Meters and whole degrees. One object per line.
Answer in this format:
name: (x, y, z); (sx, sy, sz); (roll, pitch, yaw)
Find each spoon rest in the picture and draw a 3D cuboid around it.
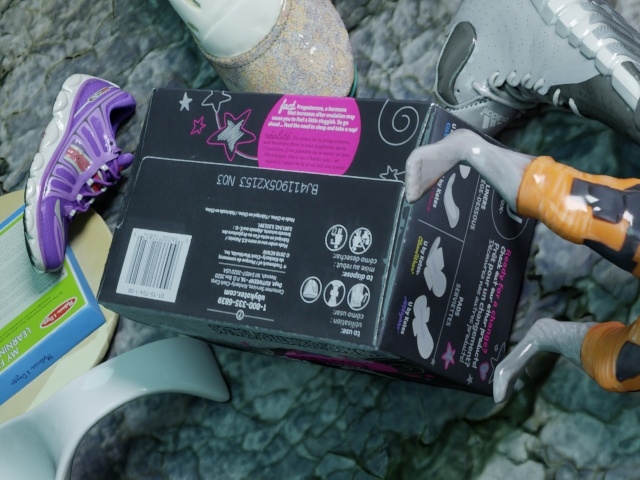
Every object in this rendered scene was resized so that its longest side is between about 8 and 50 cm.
spoon rest: (-0.193, 0.165, 1.346); (0.276, 0.084, 0.137); (-42, 52, 18)

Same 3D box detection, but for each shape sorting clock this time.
shape sorting clock: (-0.242, 0.056, 1.452); (0.206, 0.040, 0.206); (-15, 59, 26)

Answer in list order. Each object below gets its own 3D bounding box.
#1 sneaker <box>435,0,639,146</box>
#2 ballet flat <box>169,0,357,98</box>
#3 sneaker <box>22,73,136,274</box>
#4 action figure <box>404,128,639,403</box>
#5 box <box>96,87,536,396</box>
sneaker: (0.147, -0.093, 1.186); (0.132, 0.086, 0.228); (-50, 40, 19)
ballet flat: (-0.083, -0.204, 1.383); (0.107, 0.106, 0.316); (-46, 52, 15)
sneaker: (-0.184, -0.052, 1.422); (0.071, 0.068, 0.170); (14, 67, 2)
action figure: (0.221, -0.031, 1.000); (0.330, 0.341, 0.178); (-3, 32, 25)
box: (0.000, 0.000, 1.219); (0.247, 0.142, 0.163); (7, 79, 41)
